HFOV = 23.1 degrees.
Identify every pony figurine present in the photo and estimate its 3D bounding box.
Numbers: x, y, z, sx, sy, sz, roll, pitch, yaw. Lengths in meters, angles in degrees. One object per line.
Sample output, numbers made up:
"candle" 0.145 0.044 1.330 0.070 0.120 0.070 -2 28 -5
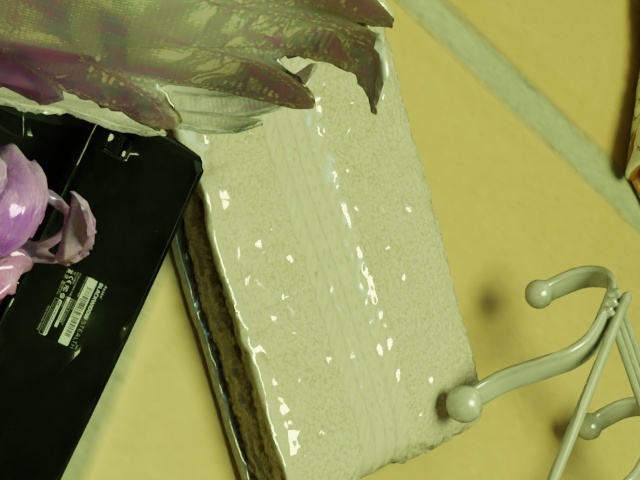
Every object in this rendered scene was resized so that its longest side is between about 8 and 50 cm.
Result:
"pony figurine" -0.182 -0.046 0.551 0.351 0.303 0.363 22 84 -9

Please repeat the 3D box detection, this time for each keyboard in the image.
"keyboard" -0.133 0.025 0.741 0.100 0.038 0.192 31 80 -43

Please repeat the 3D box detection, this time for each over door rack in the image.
"over door rack" 0.152 0.198 0.900 0.324 0.108 0.239 -70 141 -55

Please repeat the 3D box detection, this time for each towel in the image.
"towel" 0.000 0.000 0.890 0.187 0.049 0.282 -20 94 -45

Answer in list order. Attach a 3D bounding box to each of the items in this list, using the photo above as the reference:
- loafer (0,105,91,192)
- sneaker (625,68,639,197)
"loafer" -0.169 -0.058 0.742 0.170 0.062 0.061 10 33 -42
"sneaker" 0.277 -0.107 1.147 0.123 0.106 0.290 -4 84 -47
